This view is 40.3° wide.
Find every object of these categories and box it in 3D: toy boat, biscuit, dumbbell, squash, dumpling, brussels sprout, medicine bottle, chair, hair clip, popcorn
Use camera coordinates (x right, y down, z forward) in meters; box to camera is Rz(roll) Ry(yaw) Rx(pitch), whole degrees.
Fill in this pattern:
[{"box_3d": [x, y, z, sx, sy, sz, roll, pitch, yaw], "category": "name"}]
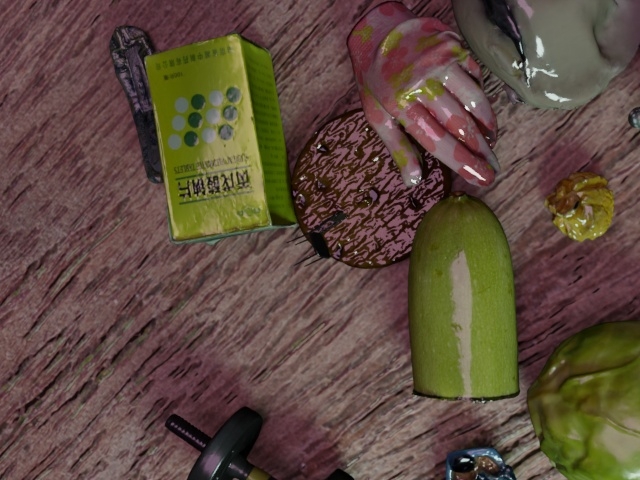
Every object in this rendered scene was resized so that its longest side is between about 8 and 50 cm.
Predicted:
[{"box_3d": [0.207, 0.363, 1.066, 0.100, 0.097, 0.223, -11, 89, 19], "category": "toy boat"}, {"box_3d": [0.063, -0.068, 1.116, 0.212, 0.036, 0.212, 1, 93, 15], "category": "biscuit"}, {"box_3d": [-0.065, 0.318, 1.117, 0.325, 0.143, 0.143, 31, 101, 13], "category": "dumbbell"}, {"box_3d": [0.172, 0.064, 1.045, 0.132, 0.132, 0.247, -1, 91, 16], "category": "squash"}, {"box_3d": [0.247, -0.291, 0.992, 0.204, 0.163, 0.293, -28, 73, 20], "category": "dumpling"}, {"box_3d": [0.347, 0.189, 0.982, 0.223, 0.161, 0.223, 1, 94, 9], "category": "brussels sprout"}, {"box_3d": [-0.126, -0.123, 1.117, 0.137, 0.141, 0.250, -9, 90, 13], "category": "medicine bottle"}, {"box_3d": [0.001, 0.001, 1.100, 0.086, 0.037, 0.042, -32, 73, 22], "category": "chair"}, {"box_3d": [-0.241, -0.185, 1.197, 0.066, 0.036, 0.229, -16, 82, 12], "category": "hair clip"}, {"box_3d": [0.305, -0.040, 1.026, 0.084, 0.084, 0.084, 1, 93, 16], "category": "popcorn"}]

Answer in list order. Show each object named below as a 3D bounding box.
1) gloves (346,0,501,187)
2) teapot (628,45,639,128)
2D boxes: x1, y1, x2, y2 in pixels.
[{"box_3d": [0.128, -0.165, 1.027, 0.145, 0.126, 0.241, -31, 63, -10], "category": "gloves"}, {"box_3d": [0.415, -0.160, 0.964, 0.149, 0.162, 0.239, -14, 64, 28], "category": "teapot"}]
